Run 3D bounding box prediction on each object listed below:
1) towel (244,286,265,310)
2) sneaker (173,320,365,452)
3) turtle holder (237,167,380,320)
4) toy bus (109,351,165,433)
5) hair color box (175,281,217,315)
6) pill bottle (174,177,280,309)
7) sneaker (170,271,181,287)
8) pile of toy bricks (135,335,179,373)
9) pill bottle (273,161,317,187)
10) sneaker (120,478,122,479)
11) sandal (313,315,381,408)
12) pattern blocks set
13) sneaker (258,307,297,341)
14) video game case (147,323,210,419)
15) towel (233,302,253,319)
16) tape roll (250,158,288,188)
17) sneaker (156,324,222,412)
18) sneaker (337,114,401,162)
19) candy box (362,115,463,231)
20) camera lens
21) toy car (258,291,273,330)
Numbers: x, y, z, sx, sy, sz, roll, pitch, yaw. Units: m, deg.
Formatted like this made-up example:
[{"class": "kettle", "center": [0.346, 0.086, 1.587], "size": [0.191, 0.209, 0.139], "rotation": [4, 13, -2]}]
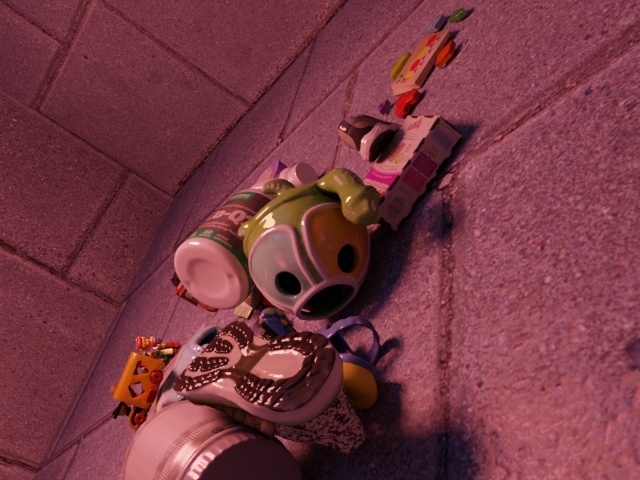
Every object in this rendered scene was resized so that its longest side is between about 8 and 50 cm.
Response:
[{"class": "towel", "center": [-0.170, 0.124, 1.553], "size": [0.148, 0.027, 0.110], "rotation": [23, 80, 51]}, {"class": "sneaker", "center": [-0.086, 0.244, 0.890], "size": [0.158, 0.182, 0.410], "rotation": [-44, 22, -28]}, {"class": "turtle holder", "center": [0.005, 0.010, 1.134], "size": [0.320, 0.243, 0.227], "rotation": [-32, 55, 16]}, {"class": "toy bus", "center": [-0.446, 0.364, 1.385], "size": [0.202, 0.104, 0.191], "rotation": [-84, 19, -60]}, {"class": "hair color box", "center": [-0.373, 0.168, 1.806], "size": [0.072, 0.141, 0.043], "rotation": [-56, 22, 2]}, {"class": "pill bottle", "center": [-0.194, -0.006, 1.499], "size": [0.204, 0.204, 0.361], "rotation": [-37, 11, 41]}, {"class": "sneaker", "center": [-0.436, 0.145, 1.994], "size": [0.286, 0.130, 0.109], "rotation": [-20, 39, 55]}, {"class": "pile of toy bricks", "center": [-0.504, 0.362, 1.852], "size": [0.212, 0.105, 0.118], "rotation": [68, -168, -70]}, {"class": "pill bottle", "center": [-0.093, -0.154, 1.720], "size": [0.180, 0.108, 0.108], "rotation": [-33, 31, 46]}, {"class": "sneaker", "center": [-0.378, 0.512, 1.325], "size": [0.146, 0.122, 0.330], "rotation": [-58, 20, 24]}, {"class": "sandal", "center": [-0.001, 0.208, 1.003], "size": [0.317, 0.126, 0.138], "rotation": [-13, 43, 49]}, {"class": "pattern blocks set", "center": [0.261, -0.461, 1.516], "size": [0.325, 0.026, 0.285], "rotation": [-54, 21, 5]}, {"class": "sneaker", "center": [-0.087, 0.190, 1.133], "size": [0.078, 0.188, 0.067], "rotation": [-20, 61, 0]}, {"class": "video game case", "center": [-0.425, 0.439, 1.671], "size": [0.300, 0.036, 0.329], "rotation": [-48, 23, 21]}, {"class": "towel", "center": [-0.188, 0.144, 1.609], "size": [0.152, 0.023, 0.113], "rotation": [-62, 21, -15]}, {"class": "tape roll", "center": [-0.168, -0.173, 1.946], "size": [0.189, 0.080, 0.189], "rotation": [-44, 24, 26]}, {"class": "sneaker", "center": [-0.305, 0.331, 1.434], "size": [0.150, 0.135, 0.366], "rotation": [-54, 21, 19]}, {"class": "sneaker", "center": [0.114, -0.241, 1.314], "size": [0.100, 0.108, 0.271], "rotation": [-59, -10, 14]}, {"class": "candy box", "center": [0.169, -0.142, 1.191], "size": [0.233, 0.071, 0.159], "rotation": [-56, 19, 2]}, {"class": "camera lens", "center": [-0.183, 0.390, 0.946], "size": [0.274, 0.219, 0.219], "rotation": [-4, 54, 54]}, {"class": "toy car", "center": [-0.103, 0.153, 1.340], "size": [0.239, 0.053, 0.225], "rotation": [117, 160, -52]}]
